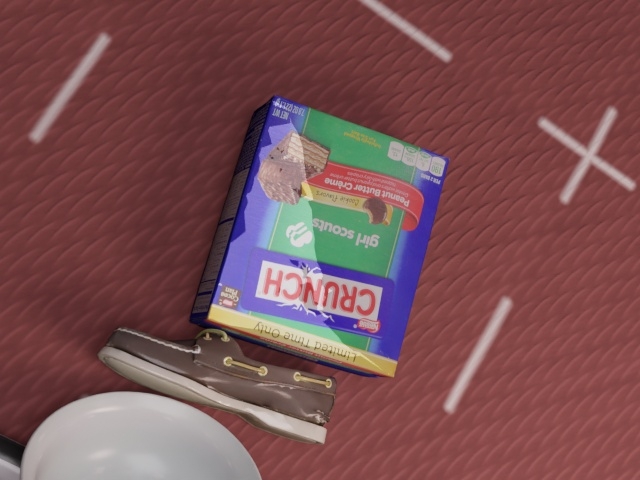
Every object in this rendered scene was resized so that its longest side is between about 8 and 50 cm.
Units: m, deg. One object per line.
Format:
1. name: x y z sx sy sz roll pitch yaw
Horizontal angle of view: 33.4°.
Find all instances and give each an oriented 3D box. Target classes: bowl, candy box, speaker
1. bowl: -0.226 0.336 1.301 0.298 0.298 0.134 14 123 -14
2. candy box: 0.000 0.000 1.448 0.268 0.122 0.317 18 80 -14
3. speaker: -0.419 0.262 1.327 0.136 0.055 0.055 29 76 -10

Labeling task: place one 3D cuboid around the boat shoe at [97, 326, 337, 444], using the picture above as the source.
1. boat shoe: -0.128 0.173 1.395 0.324 0.116 0.096 23 73 -16
